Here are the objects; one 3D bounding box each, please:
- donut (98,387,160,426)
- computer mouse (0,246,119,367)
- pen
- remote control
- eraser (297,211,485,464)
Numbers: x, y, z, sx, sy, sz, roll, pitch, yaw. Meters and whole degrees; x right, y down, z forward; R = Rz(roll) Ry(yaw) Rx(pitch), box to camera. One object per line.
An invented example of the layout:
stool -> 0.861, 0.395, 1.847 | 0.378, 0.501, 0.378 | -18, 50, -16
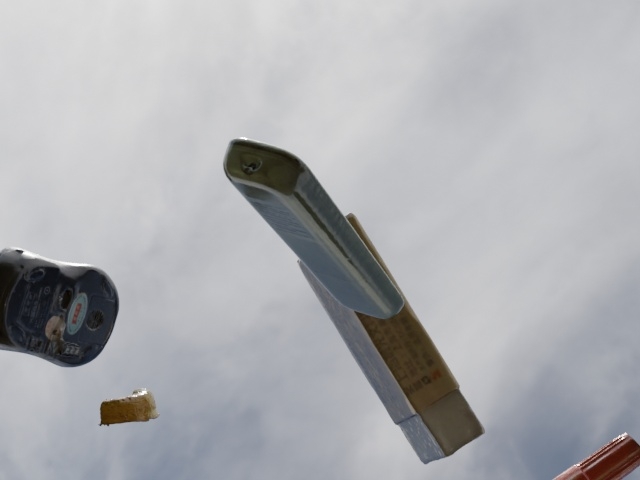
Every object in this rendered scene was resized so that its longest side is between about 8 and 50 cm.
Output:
donut -> -0.255, 0.220, 1.278 | 0.083, 0.067, 0.037 | -3, -86, -19
computer mouse -> -0.356, 0.083, 1.230 | 0.096, 0.233, 0.137 | 6, -104, 28
pen -> 0.124, 0.210, 0.671 | 0.239, 0.028, 0.028 | -35, -92, 0
remote control -> 0.001, 0.000, 0.944 | 0.090, 0.309, 0.038 | 15, -111, 33
eraser -> 0.091, 0.136, 1.318 | 0.078, 0.144, 0.343 | -29, -101, -15
